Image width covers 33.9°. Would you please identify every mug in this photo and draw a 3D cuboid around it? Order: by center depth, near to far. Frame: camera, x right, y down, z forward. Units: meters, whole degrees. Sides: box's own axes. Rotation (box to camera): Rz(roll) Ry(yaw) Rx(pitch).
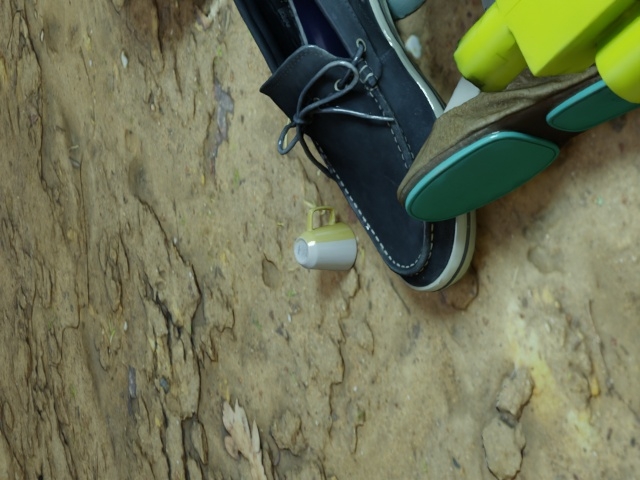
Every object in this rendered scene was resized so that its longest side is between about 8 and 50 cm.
[{"bbox_3d":[-0.001,0.004,1.319,0.062,0.064,0.078,-48,57,47],"label":"mug"}]

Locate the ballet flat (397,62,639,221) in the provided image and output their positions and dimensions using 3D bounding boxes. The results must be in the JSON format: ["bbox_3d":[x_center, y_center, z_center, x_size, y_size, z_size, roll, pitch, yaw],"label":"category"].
[{"bbox_3d":[0.196,-0.138,0.981,0.342,0.116,0.124,-35,53,45],"label":"ballet flat"}]

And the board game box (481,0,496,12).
[{"bbox_3d":[0.280,-0.226,0.682,0.224,0.303,0.097,-13,85,54],"label":"board game box"}]

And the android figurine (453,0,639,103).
[{"bbox_3d":[0.147,-0.204,0.560,0.273,0.056,0.248,-46,61,49],"label":"android figurine"}]

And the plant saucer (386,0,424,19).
[{"bbox_3d":[0.069,-0.349,1.192,0.195,0.037,0.194,10,102,54],"label":"plant saucer"}]

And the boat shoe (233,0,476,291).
[{"bbox_3d":[0.018,-0.168,1.163,0.187,0.156,0.500,-29,81,55],"label":"boat shoe"}]
